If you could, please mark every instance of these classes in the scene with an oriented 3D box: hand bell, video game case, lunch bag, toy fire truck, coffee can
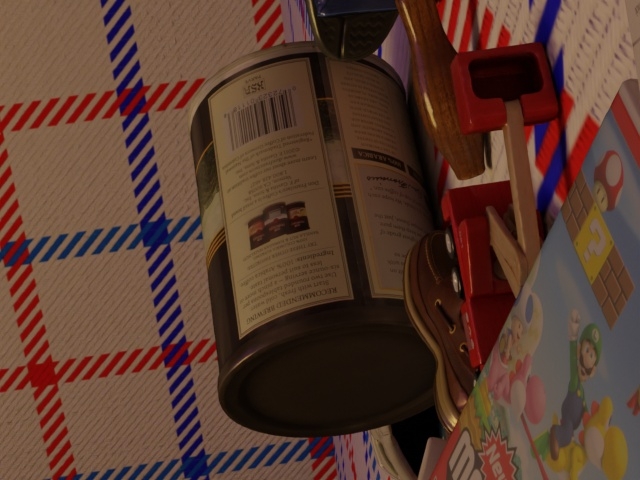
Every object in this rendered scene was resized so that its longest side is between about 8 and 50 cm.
[{"bbox_3d":[0.060,-0.153,0.837,0.126,0.126,0.242,-115,4,-78],"label":"hand bell"},{"bbox_3d":[0.101,0.112,0.509,0.204,0.025,0.285,-101,22,-45],"label":"video game case"},{"bbox_3d":[0.033,-0.197,0.960,0.067,0.098,0.065,-86,-9,-82],"label":"lunch bag"},{"bbox_3d":[0.103,0.004,0.714,0.135,0.047,0.192,106,155,-79],"label":"toy fire truck"},{"bbox_3d":[0.000,0.000,1.122,0.201,0.201,0.275,87,174,-58],"label":"coffee can"}]

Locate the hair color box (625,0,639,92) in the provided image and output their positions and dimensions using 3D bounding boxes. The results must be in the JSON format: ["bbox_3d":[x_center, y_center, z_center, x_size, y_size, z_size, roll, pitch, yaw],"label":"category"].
[{"bbox_3d":[0.110,-0.090,0.331,0.093,0.053,0.167,123,140,-83],"label":"hair color box"}]

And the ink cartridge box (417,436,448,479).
[{"bbox_3d":[0.072,0.249,0.797,0.134,0.078,0.231,82,-158,-69],"label":"ink cartridge box"}]

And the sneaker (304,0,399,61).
[{"bbox_3d":[0.023,-0.265,1.099,0.130,0.087,0.227,-106,12,-78],"label":"sneaker"}]

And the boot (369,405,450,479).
[{"bbox_3d":[0.073,0.106,1.223,0.123,0.095,0.258,-169,62,-80],"label":"boot"}]

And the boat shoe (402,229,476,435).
[{"bbox_3d":[0.100,0.053,0.853,0.060,0.064,0.178,-57,28,33],"label":"boat shoe"}]
